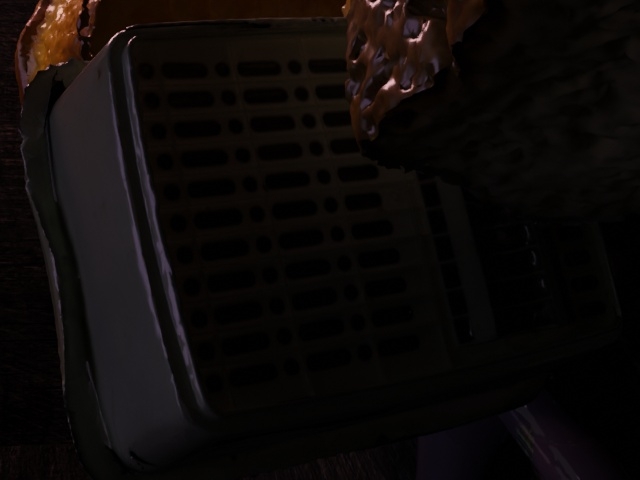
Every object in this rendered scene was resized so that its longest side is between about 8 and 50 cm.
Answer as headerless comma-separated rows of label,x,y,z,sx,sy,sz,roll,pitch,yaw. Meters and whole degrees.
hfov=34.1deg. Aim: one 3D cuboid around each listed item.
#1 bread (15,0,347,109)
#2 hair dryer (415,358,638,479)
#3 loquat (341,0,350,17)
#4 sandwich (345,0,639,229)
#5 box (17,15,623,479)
bread,-0.085,-0.116,1.003,0.215,0.398,0.399,179,92,-64
hair dryer,0.155,0.182,0.677,0.361,0.121,0.301,-116,23,-45
loquat,0.091,-0.148,0.716,0.172,0.204,0.150,-22,-77,-67
sandwich,0.158,-0.113,0.383,0.325,0.262,0.131,128,143,-62
box,0.000,0.000,0.545,0.166,0.290,0.221,-28,72,57
